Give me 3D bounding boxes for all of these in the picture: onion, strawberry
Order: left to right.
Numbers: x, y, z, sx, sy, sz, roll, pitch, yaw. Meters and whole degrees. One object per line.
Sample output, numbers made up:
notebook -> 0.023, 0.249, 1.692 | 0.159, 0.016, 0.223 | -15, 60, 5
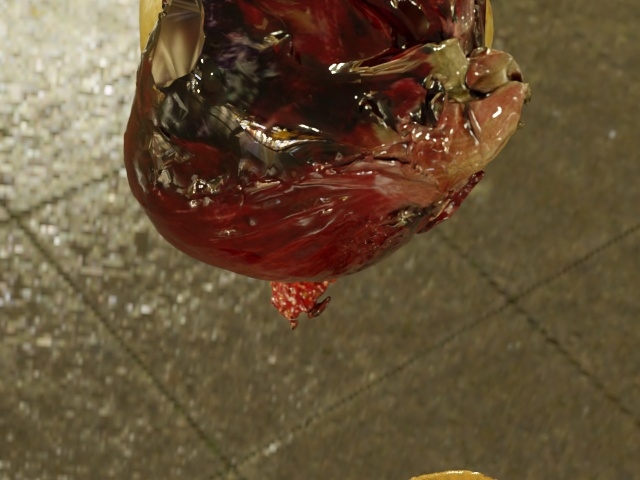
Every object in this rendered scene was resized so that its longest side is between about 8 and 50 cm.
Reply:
onion -> -0.004, -0.112, 1.040 | 0.221, 0.281, 0.281 | 17, 40, -37
strawberry -> 0.000, 0.000, 1.809 | 0.082, 0.121, 0.188 | 43, 53, -11

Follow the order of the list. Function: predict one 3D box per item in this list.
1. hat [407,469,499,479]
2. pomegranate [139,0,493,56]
hat -> 0.081, 0.268, 1.167 | 0.244, 0.233, 0.233 | 28, 83, 8
pomegranate -> -0.014, -0.197, 1.589 | 0.343, 0.342, 0.342 | 6, 48, -7
